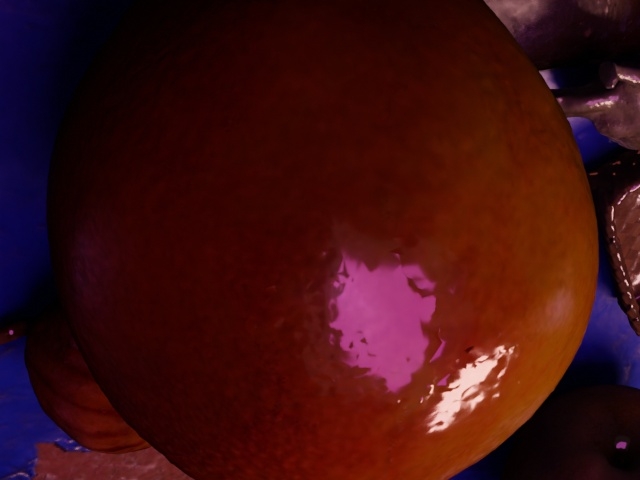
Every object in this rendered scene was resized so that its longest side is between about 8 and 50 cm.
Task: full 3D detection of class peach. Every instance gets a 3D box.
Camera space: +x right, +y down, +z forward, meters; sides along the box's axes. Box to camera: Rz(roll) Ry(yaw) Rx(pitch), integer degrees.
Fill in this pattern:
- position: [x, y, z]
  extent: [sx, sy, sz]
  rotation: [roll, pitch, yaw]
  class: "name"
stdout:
- position: [0.000, 0.000, 0.726]
  extent: [0.307, 0.308, 0.333]
  rotation: [-11, 96, -18]
  class: "peach"

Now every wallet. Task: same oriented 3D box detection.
- position: [0.144, -0.169, 0.859]
  extent: [0.232, 0.031, 0.122]
  rotation: [-10, 126, -21]
  class: "wallet"

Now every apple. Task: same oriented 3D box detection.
- position: [0.248, 0.227, 1.122]
  extent: [0.188, 0.188, 0.174]
  rotation: [-9, 139, -19]
  class: "apple"

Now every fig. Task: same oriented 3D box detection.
- position: [-0.146, 0.081, 0.875]
  extent: [0.128, 0.150, 0.128]
  rotation: [-7, 100, -43]
  class: "fig"

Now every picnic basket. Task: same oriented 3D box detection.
- position: [0.276, -0.005, 1.035]
  extent: [0.110, 0.055, 0.193]
  rotation: [-29, 132, -3]
  class: "picnic basket"

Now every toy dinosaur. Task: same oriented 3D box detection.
- position: [0.242, -0.095, 0.893]
  extent: [0.294, 0.162, 0.077]
  rotation: [8, 94, -26]
  class: "toy dinosaur"
